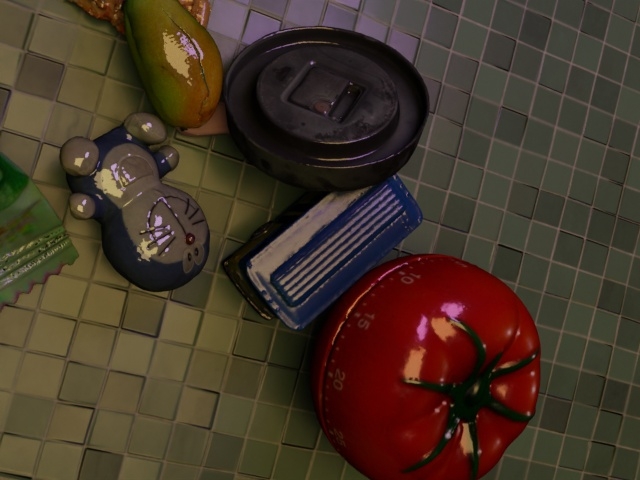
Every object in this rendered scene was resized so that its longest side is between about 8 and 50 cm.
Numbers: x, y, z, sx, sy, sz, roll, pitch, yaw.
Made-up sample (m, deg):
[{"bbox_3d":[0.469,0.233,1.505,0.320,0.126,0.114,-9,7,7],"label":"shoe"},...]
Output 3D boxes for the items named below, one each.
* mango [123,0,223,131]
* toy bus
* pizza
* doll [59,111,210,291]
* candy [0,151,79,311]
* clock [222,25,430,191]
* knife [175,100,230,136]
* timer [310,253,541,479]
[{"bbox_3d":[-0.215,-0.279,1.265,0.125,0.111,0.232,-18,102,-16],"label":"mango"},{"bbox_3d":[0.000,0.000,1.369,0.288,0.175,0.138,-41,106,-16],"label":"toy bus"},{"bbox_3d":[-0.270,-0.364,1.318,0.226,0.069,0.147,40,80,-17],"label":"pizza"},{"bbox_3d":[-0.269,-0.045,1.272,0.258,0.154,0.228,53,39,-3],"label":"doll"},{"bbox_3d":[-0.507,-0.058,1.151,0.263,0.172,0.397,-32,123,-20],"label":"candy"},{"bbox_3d":[0.007,-0.210,1.330,0.319,0.066,0.318,4,52,-5],"label":"clock"},{"bbox_3d":[-0.083,-0.209,1.416,0.336,0.043,0.081,-2,87,-27],"label":"knife"},{"bbox_3d":[0.165,0.209,1.368,0.378,0.279,0.377,-10,108,-31],"label":"timer"}]
